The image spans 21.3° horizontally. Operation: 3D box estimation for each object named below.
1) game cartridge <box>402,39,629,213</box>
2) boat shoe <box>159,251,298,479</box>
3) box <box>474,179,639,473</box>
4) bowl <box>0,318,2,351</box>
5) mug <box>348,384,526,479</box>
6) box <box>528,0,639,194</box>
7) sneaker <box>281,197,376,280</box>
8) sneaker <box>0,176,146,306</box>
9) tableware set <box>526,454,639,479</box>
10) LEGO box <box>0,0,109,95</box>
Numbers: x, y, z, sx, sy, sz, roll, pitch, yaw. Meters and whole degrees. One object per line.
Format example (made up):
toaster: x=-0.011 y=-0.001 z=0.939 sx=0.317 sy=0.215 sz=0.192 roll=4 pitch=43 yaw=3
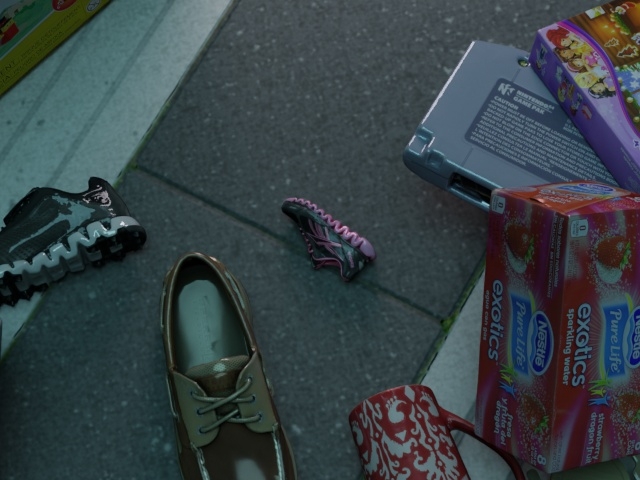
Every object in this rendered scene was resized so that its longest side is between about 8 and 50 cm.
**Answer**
game cartridge: x=0.256 y=-0.089 z=1.778 sx=0.294 sy=0.060 sz=0.196 roll=28 pitch=62 yaw=9
boat shoe: x=-0.104 y=0.160 z=1.733 sx=0.123 sy=0.116 sz=0.324 roll=-18 pitch=68 yaw=-4
box: x=0.239 y=0.079 z=1.637 sx=0.128 sy=0.122 sz=0.257 roll=-6 pitch=107 yaw=-32
bowl: x=-0.446 y=0.189 z=1.672 sx=0.311 sy=0.311 sz=0.163 roll=-14 pitch=98 yaw=-2
mug: x=0.112 y=0.237 z=1.706 sx=0.150 sy=0.113 sz=0.169 roll=-7 pitch=61 yaw=-26
box: x=0.377 y=-0.129 z=1.756 sx=0.201 sy=0.057 sz=0.293 roll=-24 pitch=64 yaw=-19
sneaker: x=0.000 y=0.000 z=1.834 sx=0.119 sy=0.047 sz=0.057 roll=35 pitch=86 yaw=17
sneaker: x=-0.312 y=-0.001 z=1.835 sx=0.234 sy=0.078 sz=0.106 roll=-21 pitch=66 yaw=-9
tableware set: x=0.289 y=0.297 z=1.697 sx=0.128 sy=0.039 sz=0.194 roll=-17 pitch=73 yaw=-20
LEGO box: x=-0.369 y=-0.355 z=1.819 sx=0.500 sy=0.372 sz=0.193 roll=-43 pitch=72 yaw=-14
